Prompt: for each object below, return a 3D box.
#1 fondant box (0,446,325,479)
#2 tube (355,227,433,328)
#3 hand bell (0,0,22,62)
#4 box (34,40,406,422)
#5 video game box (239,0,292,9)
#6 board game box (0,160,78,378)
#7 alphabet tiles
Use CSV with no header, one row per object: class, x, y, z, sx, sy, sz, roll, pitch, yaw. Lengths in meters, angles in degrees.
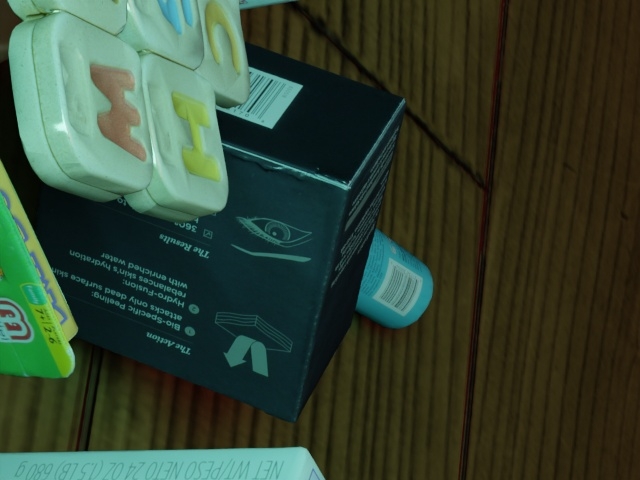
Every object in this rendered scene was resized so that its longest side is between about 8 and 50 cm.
fondant box,-0.137,0.235,0.765,0.096,0.238,0.330,61,36,-37
tube,0.000,0.000,1.261,0.207,0.052,0.080,34,51,-49
hand bell,-0.174,-0.051,0.913,0.126,0.126,0.242,-10,106,-62
box,-0.056,-0.015,0.986,0.093,0.156,0.158,-57,164,-51
video game box,-0.065,-0.214,1.023,0.048,0.187,0.205,34,56,-55
board game box,-0.190,-0.017,0.684,0.039,0.259,0.124,-44,125,-38
alphabet tiles,-0.087,-0.151,0.711,0.278,0.021,0.284,19,59,-70
